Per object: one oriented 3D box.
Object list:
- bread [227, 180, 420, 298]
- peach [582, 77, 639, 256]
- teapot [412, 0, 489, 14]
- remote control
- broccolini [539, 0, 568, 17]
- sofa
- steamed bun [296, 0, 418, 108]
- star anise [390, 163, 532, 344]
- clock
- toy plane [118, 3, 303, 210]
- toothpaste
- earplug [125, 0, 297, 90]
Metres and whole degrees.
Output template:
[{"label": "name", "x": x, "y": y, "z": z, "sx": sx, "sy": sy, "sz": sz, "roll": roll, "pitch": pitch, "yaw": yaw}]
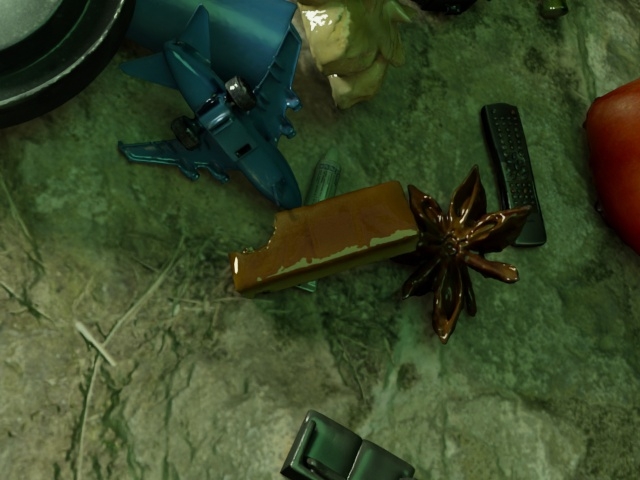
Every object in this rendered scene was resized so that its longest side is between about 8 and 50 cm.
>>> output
[{"label": "bread", "x": 0.000, "y": 0.000, "z": 1.239, "sx": 0.226, "sy": 0.049, "sz": 0.088, "roll": -15, "pitch": 66, "yaw": -7}, {"label": "peach", "x": 0.512, "y": -0.094, "z": 1.451, "sx": 0.281, "sy": 0.281, "sz": 0.338, "roll": -25, "pitch": 46, "yaw": -28}, {"label": "teapot", "x": 0.178, "y": -0.362, "z": 1.466, "sx": 0.177, "sy": 0.087, "sz": 0.096, "roll": -4, "pitch": 76, "yaw": -23}, {"label": "remote control", "x": 0.263, "y": -0.091, "z": 1.424, "sx": 0.059, "sy": 0.028, "sz": 0.212, "roll": -2, "pitch": 70, "yaw": -18}, {"label": "broccolini", "x": 0.288, "y": -0.515, "z": 1.589, "sx": 0.079, "sy": 0.074, "sz": 0.392, "roll": 17, "pitch": 56, "yaw": -62}, {"label": "sofa", "x": 0.038, "y": 0.256, "z": 1.178, "sx": 0.147, "sy": 0.060, "sz": 0.085, "roll": 32, "pitch": 61, "yaw": -7}, {"label": "steamed bun", "x": 0.030, "y": -0.321, "z": 1.270, "sx": 0.137, "sy": 0.292, "sz": 0.295, "roll": -18, "pitch": 78, "yaw": 11}, {"label": "star anise", "x": 0.161, "y": 0.007, "z": 1.299, "sx": 0.196, "sy": 0.111, "sz": 0.212, "roll": 32, "pitch": 91, "yaw": 14}, {"label": "clock", "x": -0.391, "y": -0.301, "z": 1.157, "sx": 0.386, "sy": 0.076, "sz": 0.386, "roll": 1, "pitch": 74, "yaw": -3}, {"label": "toy plane", "x": -0.104, "y": -0.134, "z": 1.227, "sx": 0.254, "sy": 0.105, "sz": 0.271, "roll": -33, "pitch": 108, "yaw": 12}, {"label": "toothpaste", "x": -0.006, "y": -0.030, "z": 1.293, "sx": 0.048, "sy": 0.029, "sz": 0.197, "roll": 18, "pitch": 67, "yaw": -8}, {"label": "earplug", "x": -0.178, "y": -0.282, "z": 1.274, "sx": 0.273, "sy": 0.132, "sz": 0.132, "roll": 23, "pitch": 63, "yaw": -8}]
